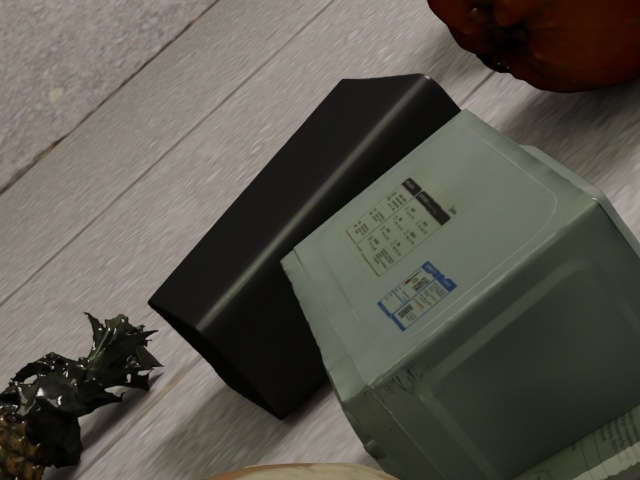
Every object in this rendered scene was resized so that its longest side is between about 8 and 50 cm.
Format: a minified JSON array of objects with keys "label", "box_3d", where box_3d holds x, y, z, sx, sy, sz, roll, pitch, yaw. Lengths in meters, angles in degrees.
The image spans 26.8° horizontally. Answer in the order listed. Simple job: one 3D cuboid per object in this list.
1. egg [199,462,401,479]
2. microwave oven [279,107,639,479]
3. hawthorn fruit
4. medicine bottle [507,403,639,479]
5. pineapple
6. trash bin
[{"label":"egg","box_3d":[-0.018,0.175,0.427,0.203,0.203,0.245,-22,7,41]},{"label":"microwave oven","box_3d":[0.083,0.039,0.678,0.162,0.122,0.208,-38,19,3]},{"label":"hawthorn fruit","box_3d":[0.176,-0.256,0.951,0.211,0.211,0.299,-9,64,56]},{"label":"medicine bottle","box_3d":[0.163,0.078,0.539,0.199,0.058,0.058,-34,20,17]},{"label":"pineapple","box_3d":[-0.233,0.145,1.060,0.251,0.125,0.125,-42,18,-26]},{"label":"trash bin","box_3d":[0.000,0.000,0.941,0.225,0.115,0.165,-45,19,-11]}]
